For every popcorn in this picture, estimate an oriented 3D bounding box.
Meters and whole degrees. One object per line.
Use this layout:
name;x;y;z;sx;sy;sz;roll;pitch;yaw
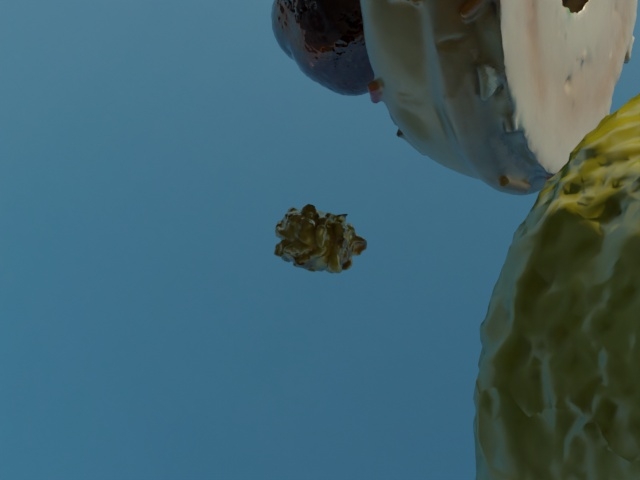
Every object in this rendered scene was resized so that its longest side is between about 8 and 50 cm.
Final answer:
popcorn;0.000;0.000;0.894;0.083;0.082;0.057;12;-91;-1

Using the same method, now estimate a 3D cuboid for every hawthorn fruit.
hawthorn fruit;0.044;-0.241;0.962;0.181;0.235;0.181;1;-104;-5

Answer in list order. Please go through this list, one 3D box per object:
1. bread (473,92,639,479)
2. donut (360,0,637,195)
bread;0.274;0.074;0.412;0.308;0.348;0.348;-6;-112;66
donut;0.152;-0.228;0.830;0.142;0.382;0.382;8;-101;31
